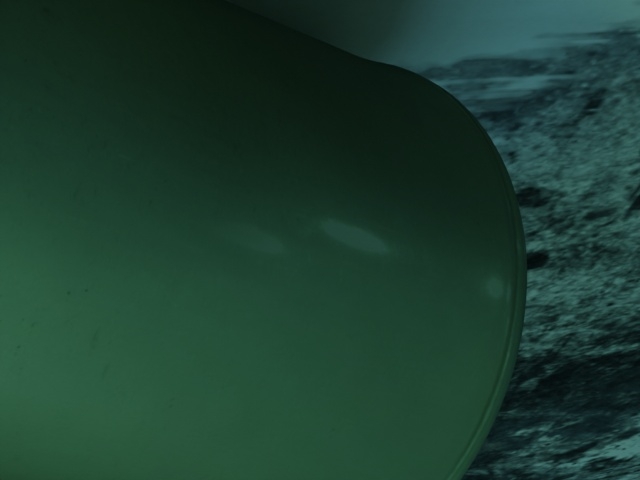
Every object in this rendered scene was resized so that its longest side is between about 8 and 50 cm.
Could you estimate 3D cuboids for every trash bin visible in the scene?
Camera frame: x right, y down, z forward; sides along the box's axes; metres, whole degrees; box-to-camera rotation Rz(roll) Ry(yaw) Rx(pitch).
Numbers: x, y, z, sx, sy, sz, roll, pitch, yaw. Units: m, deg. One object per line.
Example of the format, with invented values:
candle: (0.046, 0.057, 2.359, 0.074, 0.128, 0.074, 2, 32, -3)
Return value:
trash bin: (-0.105, 0.002, 0.880, 0.280, 0.280, 0.432, -29, 147, 32)
